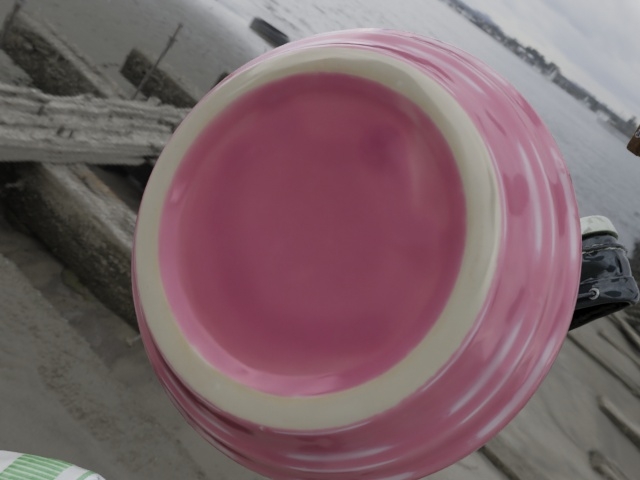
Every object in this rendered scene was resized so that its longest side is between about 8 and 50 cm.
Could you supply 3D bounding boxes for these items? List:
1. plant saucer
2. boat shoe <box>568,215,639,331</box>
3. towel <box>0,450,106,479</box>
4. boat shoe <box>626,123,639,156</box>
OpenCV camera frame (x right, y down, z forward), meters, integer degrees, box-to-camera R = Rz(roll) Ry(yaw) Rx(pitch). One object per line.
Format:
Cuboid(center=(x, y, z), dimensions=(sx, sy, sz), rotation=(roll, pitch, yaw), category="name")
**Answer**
Cuboid(center=(0.000, 0.000, 0.436), dimensions=(0.332, 0.332, 0.084), rotation=(47, 7, 23), category="plant saucer")
Cuboid(center=(0.212, 0.114, 0.737), dimensions=(0.127, 0.340, 0.113), rotation=(16, 43, -44), category="boat shoe")
Cuboid(center=(-0.444, 0.323, 0.720), dimensions=(0.325, 0.038, 0.248), rotation=(0, 20, 17), category="towel")
Cuboid(center=(0.389, -0.173, 0.691), dimensions=(0.066, 0.183, 0.066), rotation=(23, 0, 32), category="boat shoe")
